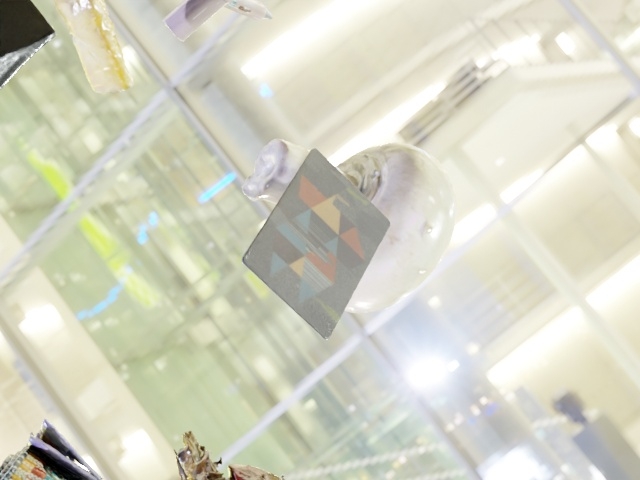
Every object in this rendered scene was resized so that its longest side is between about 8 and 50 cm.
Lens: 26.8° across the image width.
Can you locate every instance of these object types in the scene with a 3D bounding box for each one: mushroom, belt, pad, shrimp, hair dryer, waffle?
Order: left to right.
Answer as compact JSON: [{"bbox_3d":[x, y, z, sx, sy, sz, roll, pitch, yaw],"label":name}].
[{"bbox_3d":[-0.482,0.427,2.052,0.295,0.160,0.207,-49,6,35],"label":"belt"},{"bbox_3d":[-0.333,-0.340,1.849,0.057,0.274,0.168,-21,-41,-3],"label":"waffle"},{"bbox_3d":[-0.162,-0.407,2.373,0.195,0.054,0.220,-39,-16,5],"label":"hair dryer"},{"bbox_3d":[-0.114,0.348,1.822,0.152,0.287,0.063,-37,-42,8],"label":"shrimp"},{"bbox_3d":[0.000,0.000,1.574,0.003,0.143,0.211,-30,23,45],"label":"pad"},{"bbox_3d":[0.043,-0.046,2.232,0.336,0.314,0.314,24,-46,-26],"label":"mushroom"}]

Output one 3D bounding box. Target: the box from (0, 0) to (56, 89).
[{"bbox_3d":[-0.590,-0.332,1.841,0.204,0.345,0.251,7,52,45],"label":"box"}]
